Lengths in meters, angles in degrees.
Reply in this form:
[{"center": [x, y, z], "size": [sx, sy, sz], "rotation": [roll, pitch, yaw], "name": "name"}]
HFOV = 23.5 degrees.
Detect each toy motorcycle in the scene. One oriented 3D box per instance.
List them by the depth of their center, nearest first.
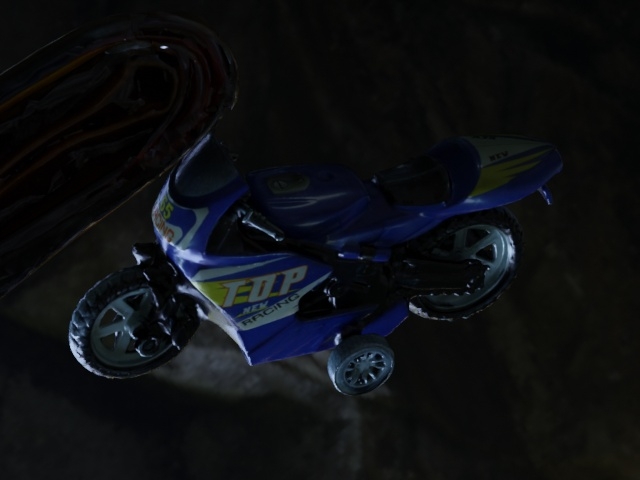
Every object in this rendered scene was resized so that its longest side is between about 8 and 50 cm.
[{"center": [0.000, 0.000, 0.943], "size": [0.315, 0.168, 0.113], "rotation": [-10, -140, -20], "name": "toy motorcycle"}]

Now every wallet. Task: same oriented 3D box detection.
[{"center": [-0.109, -0.003, 0.394], "size": [0.042, 0.195, 0.161], "rotation": [56, 180, -14], "name": "wallet"}]
